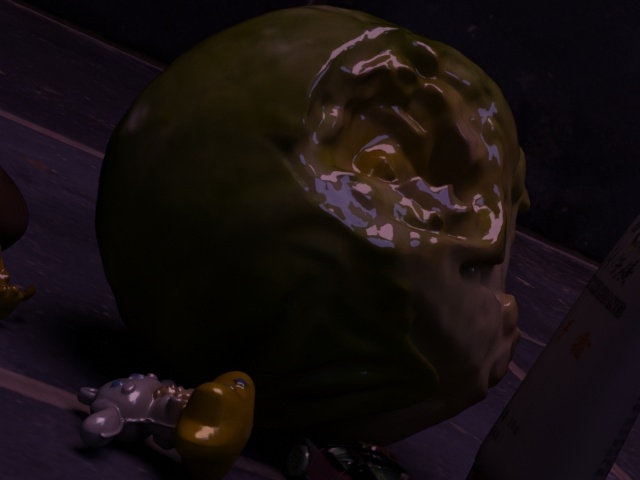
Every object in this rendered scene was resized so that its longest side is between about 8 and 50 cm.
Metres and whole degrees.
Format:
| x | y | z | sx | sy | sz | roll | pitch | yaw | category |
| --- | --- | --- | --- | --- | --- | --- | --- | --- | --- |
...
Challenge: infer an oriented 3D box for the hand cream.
| x | y | z | sx | sy | sz | roll | pitch | yaw | category |
| --- | --- | --- | --- | --- | --- | --- | --- | --- | --- |
| 0.199 | 0.094 | 1.379 | 0.089 | 0.314 | 0.139 | 29 | 6 | -10 | hand cream |

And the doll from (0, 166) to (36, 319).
| x | y | z | sx | sy | sz | roll | pitch | yaw | category |
| --- | --- | --- | --- | --- | --- | --- | --- | --- | --- |
| -0.257 | -0.019 | 1.395 | 0.188 | 0.096 | 0.145 | 43 | 23 | 23 | doll |

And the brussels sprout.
| x | y | z | sx | sy | sz | roll | pitch | yaw | category |
| --- | --- | --- | --- | --- | --- | --- | --- | --- | --- |
| 0.000 | 0.000 | 1.394 | 0.344 | 0.344 | 0.268 | 26 | 32 | -11 | brussels sprout |

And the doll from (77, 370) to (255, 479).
| x | y | z | sx | sy | sz | roll | pitch | yaw | category |
| --- | --- | --- | --- | --- | --- | --- | --- | --- | --- |
| -0.099 | 0.113 | 1.250 | 0.113 | 0.071 | 0.135 | 7 | 7 | -9 | doll |

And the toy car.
| x | y | z | sx | sy | sz | roll | pitch | yaw | category |
| --- | --- | --- | --- | --- | --- | --- | --- | --- | --- |
| 0.030 | 0.165 | 1.319 | 0.069 | 0.055 | 0.142 | 21 | 9 | -31 | toy car |
